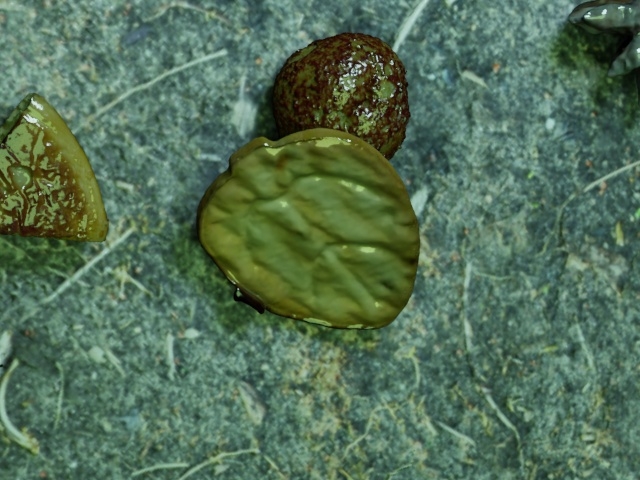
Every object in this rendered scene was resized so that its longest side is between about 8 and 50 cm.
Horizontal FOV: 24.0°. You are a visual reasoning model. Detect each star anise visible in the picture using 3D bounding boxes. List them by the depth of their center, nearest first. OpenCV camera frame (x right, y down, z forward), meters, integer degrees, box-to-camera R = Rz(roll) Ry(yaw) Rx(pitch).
[{"bbox_3d":[0.366,-0.231,1.545,0.229,0.093,0.236,-30,106,-11],"label":"star anise"}]

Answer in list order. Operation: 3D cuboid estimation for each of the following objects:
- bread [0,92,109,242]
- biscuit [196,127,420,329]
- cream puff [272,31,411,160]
[{"bbox_3d":[-0.268,-0.068,1.379,0.154,0.054,0.136,1,101,-25],"label":"bread"},{"bbox_3d":[-0.002,-0.003,1.458,0.203,0.041,0.260,-33,124,11],"label":"biscuit"},{"bbox_3d":[0.027,-0.127,1.454,0.149,0.084,0.149,-4,103,-17],"label":"cream puff"}]
